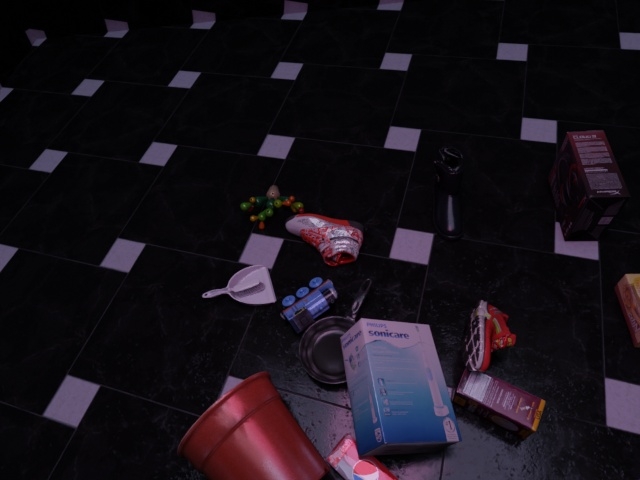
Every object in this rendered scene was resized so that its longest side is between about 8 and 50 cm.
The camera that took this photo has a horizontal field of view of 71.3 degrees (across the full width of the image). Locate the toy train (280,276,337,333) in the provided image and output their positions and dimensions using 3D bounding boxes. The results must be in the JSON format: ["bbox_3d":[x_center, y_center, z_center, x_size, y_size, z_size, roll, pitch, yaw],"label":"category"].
[{"bbox_3d":[-0.030,0.185,1.313,0.184,0.080,0.105,-33,34,-10],"label":"toy train"}]

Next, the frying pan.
[{"bbox_3d":[0.046,0.254,1.285,0.197,0.053,0.326,1,54,9],"label":"frying pan"}]

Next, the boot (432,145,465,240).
[{"bbox_3d":[0.408,-0.152,1.417,0.094,0.207,0.246,-3,56,6],"label":"boot"}]

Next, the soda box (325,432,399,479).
[{"bbox_3d":[0.137,0.571,1.024,0.263,0.092,0.083,35,67,28],"label":"soda box"}]

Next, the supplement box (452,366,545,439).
[{"bbox_3d":[0.431,0.395,1.094,0.188,0.104,0.081,22,62,23],"label":"supplement box"}]

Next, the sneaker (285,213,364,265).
[{"bbox_3d":[0.001,-0.001,1.445,0.270,0.090,0.145,7,54,10],"label":"sneaker"}]

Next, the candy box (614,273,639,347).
[{"bbox_3d":[0.980,0.183,1.168,0.317,0.087,0.183,-1,55,8],"label":"candy box"}]

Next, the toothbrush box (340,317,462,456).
[{"bbox_3d":[0.186,0.354,1.094,0.216,0.126,0.295,9,52,-25],"label":"toothbrush box"}]

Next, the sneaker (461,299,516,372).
[{"bbox_3d":[0.441,0.245,1.146,0.118,0.107,0.279,25,30,13],"label":"sneaker"}]

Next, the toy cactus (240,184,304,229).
[{"bbox_3d":[-0.164,-0.129,1.570,0.219,0.112,0.180,-8,36,6],"label":"toy cactus"}]

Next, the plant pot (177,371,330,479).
[{"bbox_3d":[-0.137,0.499,1.031,0.272,0.272,0.265,-40,68,-18],"label":"plant pot"}]

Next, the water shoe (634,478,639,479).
[{"bbox_3d":[0.722,0.544,0.966,0.080,0.073,0.203,34,66,30],"label":"water shoe"}]

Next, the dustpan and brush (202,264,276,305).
[{"bbox_3d":[-0.259,0.153,1.395,0.211,0.060,0.147,-18,55,-4],"label":"dustpan and brush"}]

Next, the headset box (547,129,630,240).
[{"bbox_3d":[0.803,-0.176,1.366,0.110,0.218,0.293,0,56,8],"label":"headset box"}]
